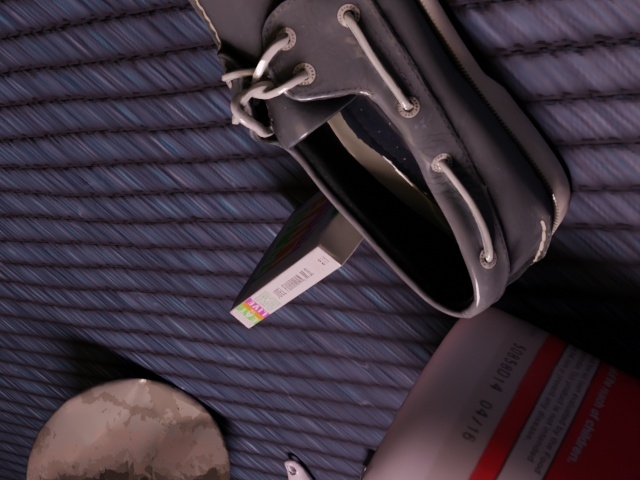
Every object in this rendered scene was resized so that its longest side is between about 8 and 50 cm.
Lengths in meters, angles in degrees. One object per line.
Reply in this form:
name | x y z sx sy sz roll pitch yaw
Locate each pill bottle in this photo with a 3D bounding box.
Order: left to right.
pill bottle | 0.224 0.226 0.681 0.408 0.229 0.229 27 148 14

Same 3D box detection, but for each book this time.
book | 0.000 0.000 0.722 0.035 0.096 0.144 41 148 -8

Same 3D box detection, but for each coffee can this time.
coffee can | -0.206 0.298 1.225 0.201 0.201 0.275 30 148 11

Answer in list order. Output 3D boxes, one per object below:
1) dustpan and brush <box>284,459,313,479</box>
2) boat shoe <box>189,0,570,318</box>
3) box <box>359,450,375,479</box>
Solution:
dustpan and brush | 0.008 0.306 1.179 0.147 0.060 0.211 -5 138 33
boat shoe | 0.005 -0.088 0.595 0.319 0.099 0.116 45 148 -15
box | 0.069 0.235 1.048 0.067 0.018 0.083 26 148 16
